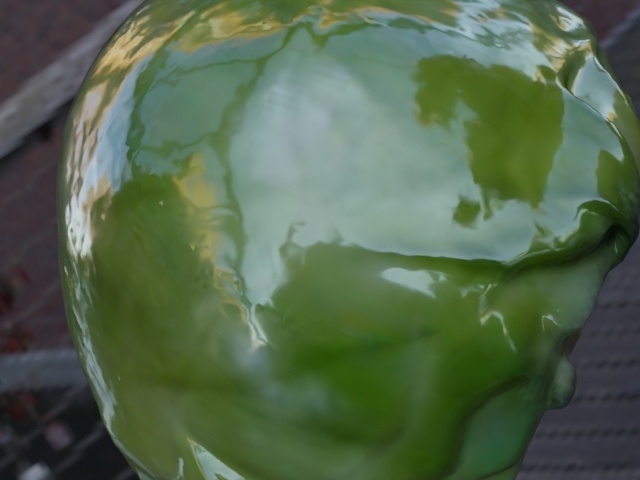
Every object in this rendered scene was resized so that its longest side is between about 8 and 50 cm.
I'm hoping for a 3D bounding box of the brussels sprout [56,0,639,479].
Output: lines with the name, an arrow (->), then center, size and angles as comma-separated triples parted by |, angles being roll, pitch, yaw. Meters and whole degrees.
brussels sprout -> -0.003, -0.002, 0.459 | 0.149, 0.122, 0.151 | -65, 4, -10
